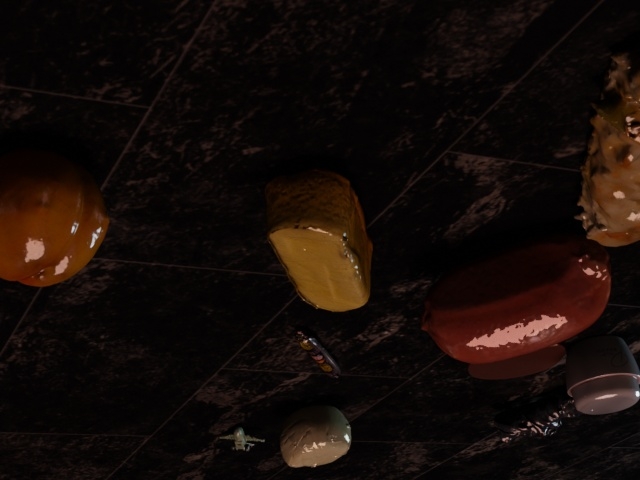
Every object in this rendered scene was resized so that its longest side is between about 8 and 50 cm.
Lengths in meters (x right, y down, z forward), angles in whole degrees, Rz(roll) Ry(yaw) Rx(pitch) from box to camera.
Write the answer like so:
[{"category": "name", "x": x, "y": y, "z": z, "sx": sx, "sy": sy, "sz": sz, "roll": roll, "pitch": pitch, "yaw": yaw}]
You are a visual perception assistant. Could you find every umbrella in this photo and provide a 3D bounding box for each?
[{"category": "umbrella", "x": 0.417, "y": 0.300, "z": 2.137, "sx": 0.224, "sy": 0.071, "sz": 0.080, "roll": -28, "pitch": 176, "yaw": 27}]

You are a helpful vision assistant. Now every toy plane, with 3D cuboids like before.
[{"category": "toy plane", "x": -0.140, "y": 0.348, "z": 2.121, "sx": 0.080, "sy": 0.033, "sz": 0.083, "roll": 5, "pitch": 155, "yaw": 9}]

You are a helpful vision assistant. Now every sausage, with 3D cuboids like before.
[{"category": "sausage", "x": -0.002, "y": 0.170, "z": 1.797, "sx": 0.028, "sy": 0.025, "sz": 0.198, "roll": -15, "pitch": 153, "yaw": 10}, {"category": "sausage", "x": 0.248, "y": 0.078, "z": 1.541, "sx": 0.255, "sy": 0.148, "sz": 0.148, "roll": -14, "pitch": 154, "yaw": 12}]

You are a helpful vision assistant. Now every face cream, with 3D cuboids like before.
[{"category": "face cream", "x": 0.445, "y": 0.214, "z": 1.916, "sx": 0.117, "sy": 0.104, "sz": 0.117, "roll": -6, "pitch": 155, "yaw": -3}]

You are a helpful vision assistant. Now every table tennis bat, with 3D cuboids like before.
[{"category": "table tennis bat", "x": 0.312, "y": 0.172, "z": 1.891, "sx": 0.154, "sy": 0.021, "sz": 0.274, "roll": -6, "pitch": 156, "yaw": -3}]

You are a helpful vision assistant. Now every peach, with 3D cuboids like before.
[{"category": "peach", "x": -0.282, "y": -0.020, "z": 1.211, "sx": 0.138, "sy": 0.138, "sz": 0.138, "roll": -6, "pitch": 154, "yaw": -3}]

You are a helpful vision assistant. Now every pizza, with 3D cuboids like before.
[{"category": "pizza", "x": 0.433, "y": -0.114, "z": 1.263, "sx": 0.435, "sy": 0.080, "sz": 0.392, "roll": -22, "pitch": 151, "yaw": 25}]

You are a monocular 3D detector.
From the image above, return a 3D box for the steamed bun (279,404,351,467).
[{"category": "steamed bun", "x": -0.013, "y": 0.323, "z": 2.036, "sx": 0.113, "sy": 0.090, "sz": 0.130, "roll": 0, "pitch": 151, "yaw": -25}]

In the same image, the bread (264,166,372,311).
[{"category": "bread", "x": 0.000, "y": 0.000, "z": 1.373, "sx": 0.102, "sy": 0.094, "sz": 0.245, "roll": -3, "pitch": 155, "yaw": 11}]
